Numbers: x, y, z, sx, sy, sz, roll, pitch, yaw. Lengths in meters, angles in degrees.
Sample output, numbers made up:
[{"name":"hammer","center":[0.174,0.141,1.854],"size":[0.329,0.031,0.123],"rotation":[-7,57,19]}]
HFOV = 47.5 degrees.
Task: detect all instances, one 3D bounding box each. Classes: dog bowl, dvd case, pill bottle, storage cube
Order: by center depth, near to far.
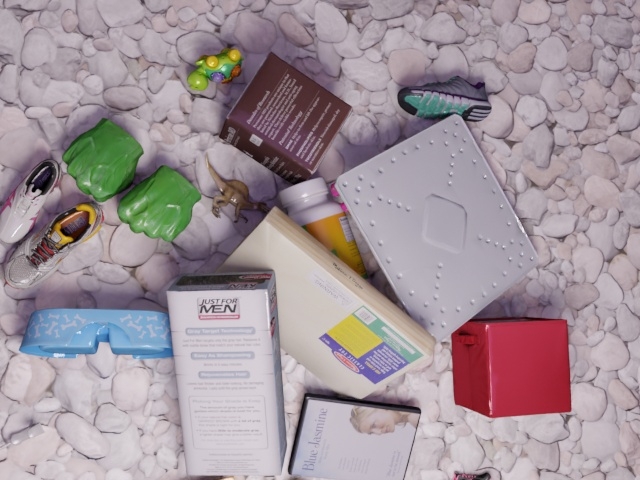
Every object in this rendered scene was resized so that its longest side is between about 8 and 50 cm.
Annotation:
[{"name":"dog bowl","center":[-0.412,0.178,1.387],"size":[0.297,0.166,0.074],"rotation":[3,72,-12]},{"name":"pill bottle","center":[0.000,0.000,1.506],"size":[0.136,0.136,0.245],"rotation":[-20,89,-14]},{"name":"dvd case","center":[0.072,0.417,1.515],"size":[0.253,0.022,0.180],"rotation":[10,102,-12]},{"name":"storage cube","center":[0.399,0.263,1.551],"size":[0.215,0.184,0.193],"rotation":[-2,87,-14]}]

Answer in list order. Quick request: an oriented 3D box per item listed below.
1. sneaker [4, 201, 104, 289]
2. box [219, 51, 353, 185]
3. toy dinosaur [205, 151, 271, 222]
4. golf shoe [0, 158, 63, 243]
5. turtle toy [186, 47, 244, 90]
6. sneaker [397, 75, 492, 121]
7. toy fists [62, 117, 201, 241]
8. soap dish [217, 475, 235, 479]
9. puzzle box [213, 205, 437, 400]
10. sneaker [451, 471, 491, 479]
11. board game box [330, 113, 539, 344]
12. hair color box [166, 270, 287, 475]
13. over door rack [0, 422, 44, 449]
[{"name":"sneaker","center":[-0.521,0.002,1.407],"size":[0.088,0.093,0.225],"rotation":[45,78,-6]},{"name":"box","center":[-0.074,-0.241,1.494],"size":[0.203,0.168,0.167],"rotation":[32,79,-8]},{"name":"toy dinosaur","center":[-0.193,-0.094,1.523],"size":[0.183,0.053,0.092],"rotation":[39,62,-14]},{"name":"golf shoe","center":[-0.570,-0.079,1.408],"size":[0.068,0.086,0.186],"rotation":[30,80,-10]},{"name":"turtle toy","center":[-0.219,-0.357,1.519],"size":[0.130,0.095,0.066],"rotation":[-21,111,-14]},{"name":"sneaker","center":[0.275,-0.330,1.644],"size":[0.224,0.083,0.098],"rotation":[7,62,-17]},{"name":"toy fists","center":[-0.381,-0.109,1.452],"size":[0.279,0.096,0.142],"rotation":[39,68,-5]},{"name":"soap dish","center":[-0.243,0.623,1.401],"size":[0.229,0.118,0.290],"rotation":[-15,89,-14]},{"name":"puzzle box","center":[-0.008,0.142,1.434],"size":[0.409,0.272,0.052],"rotation":[40,44,-8]},{"name":"sneaker","center":[0.315,0.526,1.581],"size":[0.119,0.047,0.057],"rotation":[-21,78,-15]},{"name":"board game box","center":[0.252,-0.031,1.554],"size":[0.390,0.050,0.389],"rotation":[-31,93,-32]},{"name":"hair color box","center":[-0.170,0.252,1.373],"size":[0.186,0.113,0.374],"rotation":[-2,106,5]},{"name":"over door rack","center":[-0.627,0.522,1.338],"size":[0.324,0.108,0.239],"rotation":[-25,91,-28]}]
